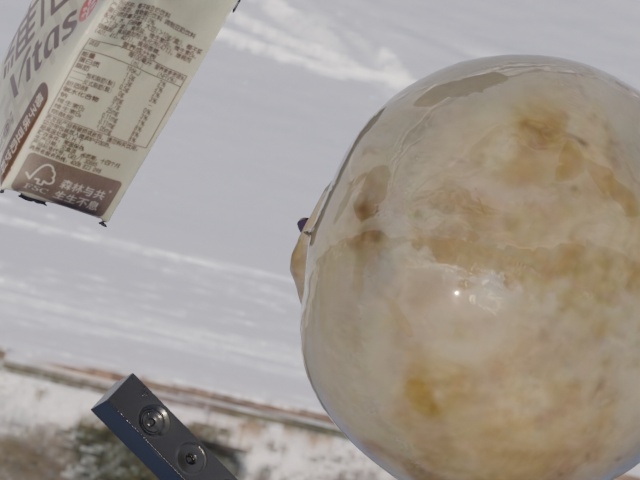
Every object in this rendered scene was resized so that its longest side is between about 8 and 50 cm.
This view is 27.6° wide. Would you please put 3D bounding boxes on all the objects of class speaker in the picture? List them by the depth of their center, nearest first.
[{"bbox_3d":[-0.130,0.209,1.222,0.191,0.040,0.046,47,144,-8],"label":"speaker"}]

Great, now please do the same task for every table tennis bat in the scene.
[{"bbox_3d":[0.000,0.000,1.362,0.050,0.007,0.083,22,158,17],"label":"table tennis bat"}]

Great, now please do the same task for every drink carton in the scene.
[{"bbox_3d":[-0.215,-0.205,1.319,0.132,0.324,0.194,18,-150,-32],"label":"drink carton"}]

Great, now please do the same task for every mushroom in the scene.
[{"bbox_3d":[0.111,0.017,0.869,0.298,0.297,0.290,17,-176,-28],"label":"mushroom"}]
